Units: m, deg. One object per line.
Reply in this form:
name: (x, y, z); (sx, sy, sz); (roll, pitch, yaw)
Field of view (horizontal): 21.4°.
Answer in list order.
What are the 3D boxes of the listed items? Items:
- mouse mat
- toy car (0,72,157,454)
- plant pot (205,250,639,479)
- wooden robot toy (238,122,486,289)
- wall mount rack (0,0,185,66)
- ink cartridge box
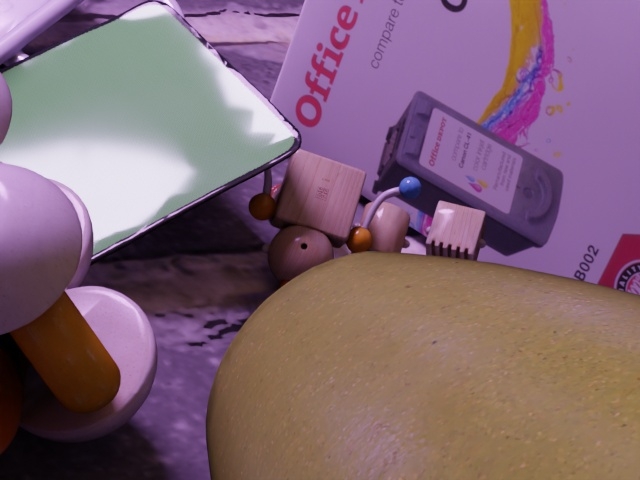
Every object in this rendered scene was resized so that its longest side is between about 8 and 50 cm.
mouse mat: (-0.125, -0.052, 0.897); (0.190, 0.007, 0.152); (-29, 54, -22)
toy car: (-0.164, 0.018, 0.739); (0.136, 0.159, 0.182); (-30, 56, -4)
plant pot: (0.079, 0.124, 0.632); (0.275, 0.274, 0.293); (0, 22, -30)
wooden robot toy: (0.000, 0.000, 0.933); (0.173, 0.076, 0.079); (19, 68, -5)
wall mount rack: (-0.197, -0.249, 1.044); (0.350, 0.130, 0.304); (32, 55, 17)
ink cartridge box: (0.144, -0.092, 0.980); (0.306, 0.226, 0.131); (32, 33, 18)
